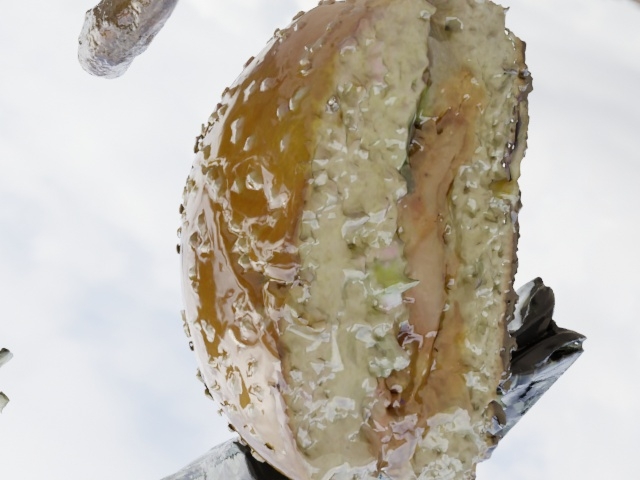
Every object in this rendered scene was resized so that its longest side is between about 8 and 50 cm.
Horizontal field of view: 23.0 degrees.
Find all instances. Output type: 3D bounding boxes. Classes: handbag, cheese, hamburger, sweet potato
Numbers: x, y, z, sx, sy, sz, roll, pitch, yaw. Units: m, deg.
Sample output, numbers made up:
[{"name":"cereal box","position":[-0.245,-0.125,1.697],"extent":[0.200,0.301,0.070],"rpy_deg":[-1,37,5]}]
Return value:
[{"name":"handbag","position":[0.058,0.197,1.628],"extent":[0.416,0.317,0.180],"rpy_deg":[-24,-102,-29]},{"name":"cheese","position":[-0.432,0.187,2.091],"extent":[0.041,0.084,0.060],"rpy_deg":[2,169,-8]},{"name":"hamburger","position":[0.000,0.000,1.389],"extent":[0.268,0.446,0.287],"rpy_deg":[-1,-175,-39]},{"name":"sweet potato","position":[-0.271,-0.281,2.099],"extent":[0.092,0.114,0.341],"rpy_deg":[47,156,-8]}]
